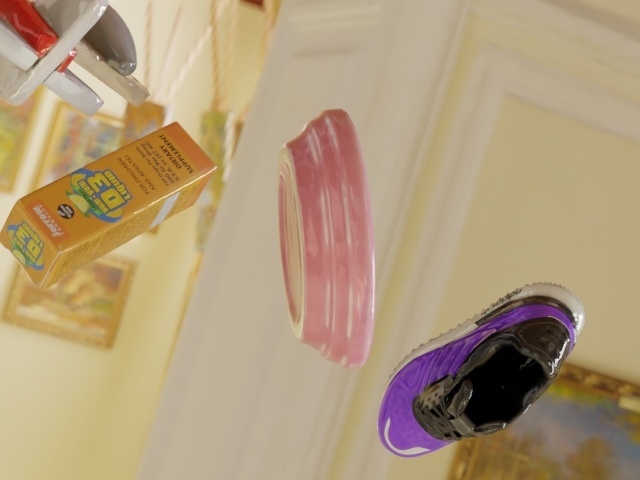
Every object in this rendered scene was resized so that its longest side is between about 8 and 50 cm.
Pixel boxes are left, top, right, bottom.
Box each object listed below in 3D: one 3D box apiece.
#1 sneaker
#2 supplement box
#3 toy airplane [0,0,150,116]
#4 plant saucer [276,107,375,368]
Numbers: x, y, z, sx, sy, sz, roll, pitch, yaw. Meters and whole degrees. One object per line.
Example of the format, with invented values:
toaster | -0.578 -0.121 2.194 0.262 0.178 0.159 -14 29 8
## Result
sneaker | 0.151 0.165 1.455 0.102 0.293 0.146 41 -146 -9
supplement box | -0.222 -0.040 1.438 0.078 0.080 0.233 49 -130 8
toy airplane | -0.355 -0.293 1.503 0.384 0.272 0.386 28 170 -3
plant saucer | 0.000 0.000 1.726 0.084 0.332 0.332 -4 -178 -8
